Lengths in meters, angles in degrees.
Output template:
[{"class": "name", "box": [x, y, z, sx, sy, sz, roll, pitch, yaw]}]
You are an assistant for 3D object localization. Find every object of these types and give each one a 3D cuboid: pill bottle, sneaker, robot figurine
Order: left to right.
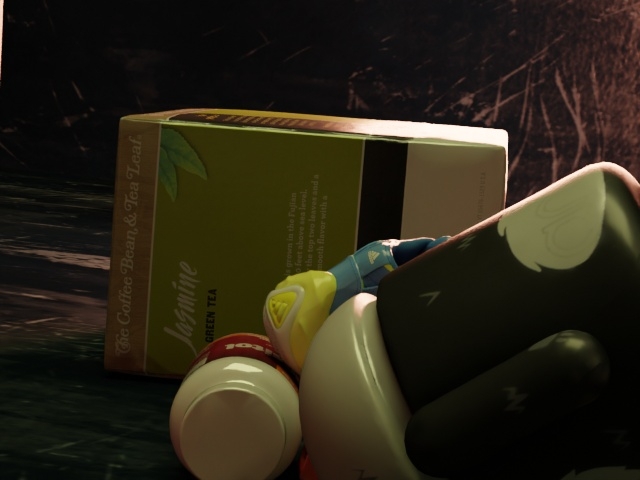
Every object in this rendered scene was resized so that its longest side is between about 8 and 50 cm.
[{"class": "pill bottle", "box": [-0.052, 0.112, 1.166, 0.086, 0.086, 0.152, 4, 7, 0]}, {"class": "sneaker", "box": [0.074, 0.070, 1.217, 0.126, 0.091, 0.240, -35, -36, 21]}, {"class": "robot figurine", "box": [0.124, 0.070, 0.975, 0.278, 0.173, 0.209, -29, -44, 14]}]

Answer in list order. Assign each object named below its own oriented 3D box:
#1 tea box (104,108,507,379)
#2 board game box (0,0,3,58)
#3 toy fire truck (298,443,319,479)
[{"class": "tea box", "box": [0.000, 0.000, 1.613, 0.323, 0.220, 0.329, 6, 6, 6]}, {"class": "board game box", "box": [-0.350, 0.000, 0.739, 0.356, 0.356, 0.356, 4, 7, 4]}, {"class": "toy fire truck", "box": [0.086, 0.098, 1.145, 0.135, 0.192, 0.047, 32, 5, -5]}]
